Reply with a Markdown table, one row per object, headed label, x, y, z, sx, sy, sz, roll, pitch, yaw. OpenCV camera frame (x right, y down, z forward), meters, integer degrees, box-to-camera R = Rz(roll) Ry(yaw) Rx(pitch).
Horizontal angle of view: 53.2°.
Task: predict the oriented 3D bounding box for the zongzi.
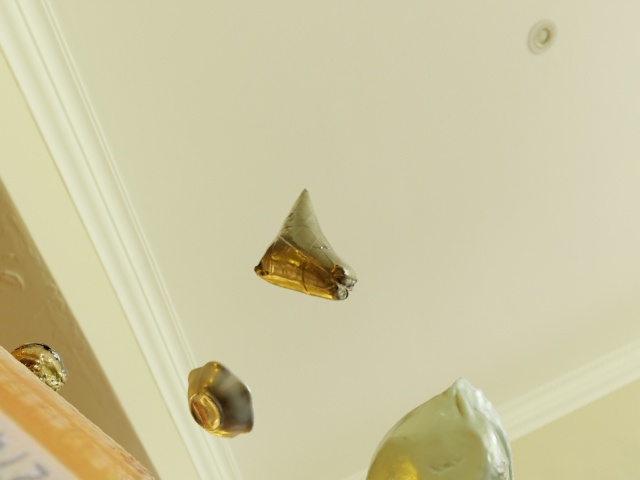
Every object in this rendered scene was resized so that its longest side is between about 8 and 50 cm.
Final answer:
| label | x | y | z | sx | sy | sz | roll | pitch | yaw |
| --- | --- | --- | --- | --- | --- | --- | --- | --- | --- |
| zongzi | 0.000 | 0.000 | 1.676 | 0.145 | 0.274 | 0.299 | 47 | -118 | -50 |

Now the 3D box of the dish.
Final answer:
| label | x | y | z | sx | sy | sz | roll | pitch | yaw |
| --- | --- | --- | --- | --- | --- | --- | --- | --- | --- |
| dish | -0.278 | 0.428 | 1.649 | 0.081 | 0.230 | 0.229 | -29 | -43 | -55 |

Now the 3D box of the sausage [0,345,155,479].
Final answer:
| label | x | y | z | sx | sy | sz | roll | pitch | yaw |
| --- | --- | --- | --- | --- | --- | --- | --- | --- | --- |
| sausage | -0.302 | 0.182 | 0.470 | 0.233 | 0.287 | 0.233 | -53 | -13 | -17 |

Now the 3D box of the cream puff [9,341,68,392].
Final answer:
| label | x | y | z | sx | sy | sz | roll | pitch | yaw |
| --- | --- | --- | --- | --- | --- | --- | --- | --- | --- |
| cream puff | -0.624 | 0.288 | 1.392 | 0.119 | 0.104 | 0.133 | -36 | -84 | 18 |

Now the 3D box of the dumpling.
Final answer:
| label | x | y | z | sx | sy | sz | roll | pitch | yaw |
| --- | --- | --- | --- | --- | --- | --- | --- | --- | --- |
| dumpling | 0.208 | 0.419 | 1.042 | 0.321 | 0.212 | 0.270 | -40 | -94 | 0 |
